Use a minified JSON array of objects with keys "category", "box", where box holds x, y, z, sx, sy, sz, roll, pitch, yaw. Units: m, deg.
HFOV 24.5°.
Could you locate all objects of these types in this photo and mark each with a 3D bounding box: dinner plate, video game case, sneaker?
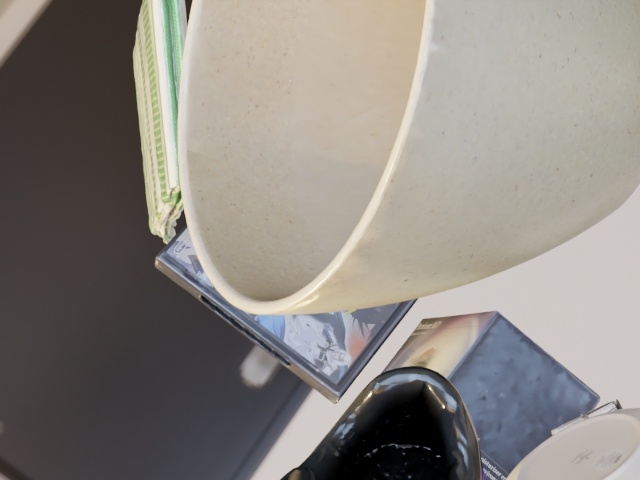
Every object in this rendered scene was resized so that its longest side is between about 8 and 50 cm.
[{"category":"dinner plate","box":[0.173,0.148,0.971,0.017,0.141,0.141,59,163,-15]},{"category":"video game case","box":[0.000,0.000,1.623,0.248,0.275,0.035,37,156,6]},{"category":"sneaker","box":[-0.004,0.172,0.624,0.102,0.293,0.146,16,142,13]}]

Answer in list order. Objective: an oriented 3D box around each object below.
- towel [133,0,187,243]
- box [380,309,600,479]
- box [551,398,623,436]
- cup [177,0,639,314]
[{"category":"towel","box":[-0.169,-0.140,1.606,0.038,0.248,0.325,-6,172,-11]},{"category":"box","box":[0.147,0.253,1.840,0.183,0.294,0.296,41,167,-7]},{"category":"box","box":[0.326,0.335,1.360,0.242,0.076,0.307,55,-167,-33]},{"category":"cup","box":[0.080,-0.107,0.947,0.237,0.331,0.331,7,-176,-28]}]
